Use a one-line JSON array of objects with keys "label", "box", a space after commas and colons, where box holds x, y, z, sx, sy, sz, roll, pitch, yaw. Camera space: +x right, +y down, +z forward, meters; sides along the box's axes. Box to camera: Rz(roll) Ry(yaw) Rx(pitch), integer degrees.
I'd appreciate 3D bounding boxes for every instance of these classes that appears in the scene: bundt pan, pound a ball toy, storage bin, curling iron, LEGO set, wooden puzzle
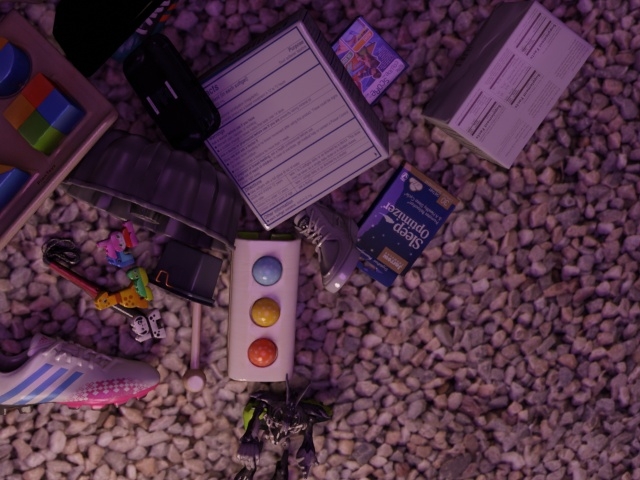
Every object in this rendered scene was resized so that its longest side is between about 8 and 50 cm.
[{"label": "bundt pan", "box": [-0.284, -0.094, 1.759, 0.330, 0.331, 0.124, 21, 81, -13]}, {"label": "pound a ball toy", "box": [-0.149, 0.145, 1.915, 0.208, 0.136, 0.319, 2, 102, -10]}, {"label": "storage bin", "box": [-0.251, 0.056, 1.879, 0.098, 0.135, 0.091, 23, 87, -50]}, {"label": "curling iron", "box": [-0.408, 0.089, 1.911, 0.274, 0.035, 0.068, 42, 93, -15]}, {"label": "LEGO set", "box": [-0.371, 0.083, 1.869, 0.093, 0.087, 0.227, -21, 104, -25]}, {"label": "wooden puzzle", "box": [-0.543, -0.193, 1.694, 0.322, 0.080, 0.348, -48, 63, 4]}]

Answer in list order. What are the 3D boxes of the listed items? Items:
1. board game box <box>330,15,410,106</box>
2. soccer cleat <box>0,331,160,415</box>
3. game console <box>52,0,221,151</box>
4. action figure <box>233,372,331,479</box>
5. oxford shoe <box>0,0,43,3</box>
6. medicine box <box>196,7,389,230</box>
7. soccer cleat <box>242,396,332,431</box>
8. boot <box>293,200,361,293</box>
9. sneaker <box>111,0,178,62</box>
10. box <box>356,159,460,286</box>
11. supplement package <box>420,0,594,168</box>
[{"label": "board game box", "box": [0.050, -0.300, 1.899, 0.136, 0.035, 0.201, 43, 93, -15]}, {"label": "soccer cleat", "box": [-0.468, 0.239, 1.893, 0.331, 0.116, 0.143, -5, 104, -8]}, {"label": "game console", "box": [-0.310, -0.307, 1.733, 0.213, 0.044, 0.361, -37, 83, 27]}, {"label": "action figure", "box": [-0.078, 0.388, 1.928, 0.164, 0.141, 0.276, 12, 126, -8]}, {"label": "oxford shoe", "box": [-0.475, -0.485, 1.749, 0.348, 0.123, 0.130, -17, 131, -6]}, {"label": "medicine box", "box": [-0.061, -0.216, 1.810, 0.263, 0.149, 0.289, -31, 106, 14]}, {"label": "soccer cleat", "box": [-0.065, 0.354, 2.020, 0.178, 0.060, 0.072, 1, 112, -3]}, {"label": "boot", "box": [0.000, 0.000, 1.848, 0.123, 0.258, 0.095, 36, 107, -12]}, {"label": "sneaker", "box": [-0.290, -0.445, 1.765, 0.108, 0.121, 0.302, 29, 97, -14]}, {"label": "box", "box": [0.151, -0.027, 1.978, 0.136, 0.036, 0.225, 35, 96, -15]}, {"label": "supplement package", "box": [0.336, -0.288, 1.860, 0.145, 0.204, 0.262, 34, 95, -14]}]
